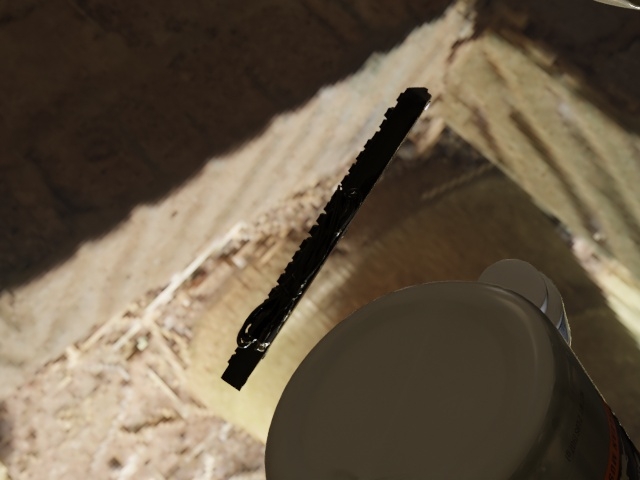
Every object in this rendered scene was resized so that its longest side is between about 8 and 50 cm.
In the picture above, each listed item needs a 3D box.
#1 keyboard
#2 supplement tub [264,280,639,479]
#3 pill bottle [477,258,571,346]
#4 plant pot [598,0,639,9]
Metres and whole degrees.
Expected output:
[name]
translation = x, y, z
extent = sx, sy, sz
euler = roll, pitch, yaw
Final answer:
[keyboard]
translation = 0.000, 0.000, 1.211
extent = 0.317, 0.033, 0.201
euler = -58, 178, 12
[supplement tub]
translation = 0.120, 0.187, 0.843
extent = 0.193, 0.193, 0.316
euler = -44, 128, -8
[pill bottle]
translation = 0.236, 0.091, 1.601
extent = 0.108, 0.108, 0.180
euler = -44, 154, -7
[plant pot]
translation = 0.315, -0.351, 1.419
extent = 0.257, 0.274, 0.256
euler = -4, 124, -7
